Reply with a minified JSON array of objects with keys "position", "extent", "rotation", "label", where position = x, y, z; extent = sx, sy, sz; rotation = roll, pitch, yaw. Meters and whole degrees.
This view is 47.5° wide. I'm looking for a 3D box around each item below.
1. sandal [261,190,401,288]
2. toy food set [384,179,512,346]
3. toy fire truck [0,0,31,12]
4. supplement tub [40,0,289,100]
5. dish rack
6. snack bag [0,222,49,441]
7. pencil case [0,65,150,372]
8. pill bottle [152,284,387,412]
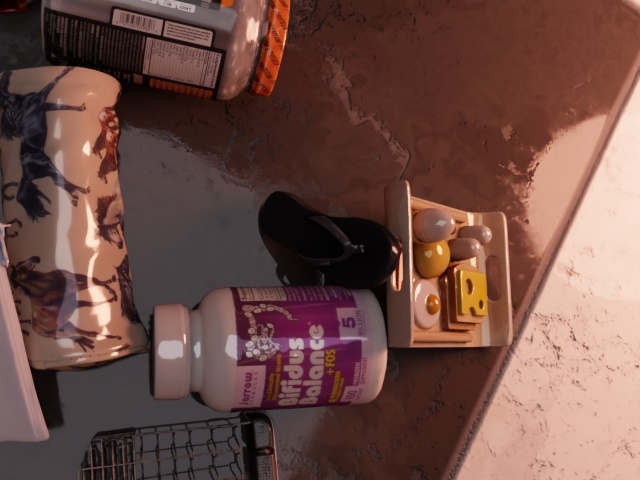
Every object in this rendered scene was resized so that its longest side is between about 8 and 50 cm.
[{"position":[-0.001,0.001,1.013],"extent":[0.054,0.254,0.097],"rotation":[4,103,-49],"label":"sandal"},{"position":[0.198,0.045,1.060],"extent":[0.306,0.092,0.220],"rotation":[10,76,-49],"label":"toy food set"},{"position":[-0.402,-0.422,1.069],"extent":[0.192,0.047,0.135],"rotation":[-22,87,-18],"label":"toy fire truck"},{"position":[-0.212,-0.309,1.023],"extent":[0.315,0.193,0.194],"rotation":[10,78,-14],"label":"supplement tub"},{"position":[-0.184,0.346,0.981],"extent":[0.271,0.074,0.209],"rotation":[-3,80,-14],"label":"dish rack"},{"position":[-0.496,0.119,0.826],"extent":[0.342,0.037,0.323],"rotation":[-1,115,2],"label":"snack bag"},{"position":[-0.328,-0.035,0.964],"extent":[0.159,0.183,0.411],"rotation":[-10,81,14],"label":"pencil case"},{"position":[-0.075,0.146,0.992],"extent":[0.301,0.169,0.170],"rotation":[-1,80,-15],"label":"pill bottle"}]
